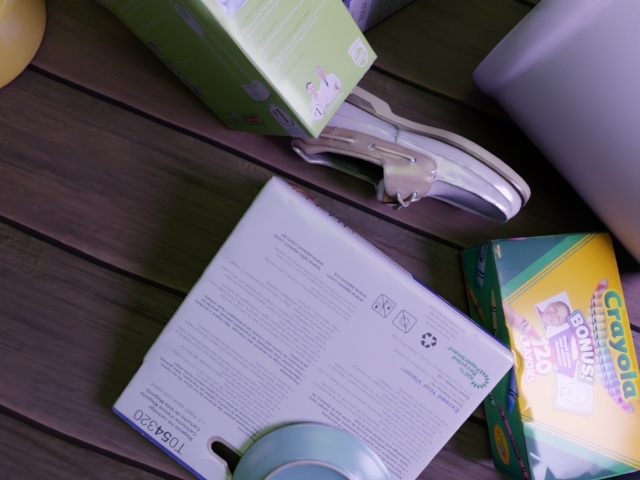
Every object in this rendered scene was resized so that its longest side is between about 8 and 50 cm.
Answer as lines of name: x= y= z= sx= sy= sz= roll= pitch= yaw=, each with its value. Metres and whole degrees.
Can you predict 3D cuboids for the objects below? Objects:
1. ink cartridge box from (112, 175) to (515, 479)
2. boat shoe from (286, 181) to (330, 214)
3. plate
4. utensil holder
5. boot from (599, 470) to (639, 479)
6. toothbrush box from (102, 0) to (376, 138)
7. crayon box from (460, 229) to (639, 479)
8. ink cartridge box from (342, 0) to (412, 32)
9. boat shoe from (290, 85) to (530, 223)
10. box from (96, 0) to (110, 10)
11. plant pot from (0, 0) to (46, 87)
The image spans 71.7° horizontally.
ink cartridge box: x=-0.017 y=0.153 z=0.511 sx=0.324 sy=0.071 sz=0.330 roll=37 pitch=99 yaw=1
boat shoe: x=0.000 y=-0.001 z=0.556 sx=0.064 sy=0.060 sz=0.178 roll=-41 pitch=87 yaw=-10
plate: x=-0.010 y=0.292 z=0.478 sx=0.187 sy=0.024 sz=0.189 roll=1 pitch=97 yaw=5
utensil holder: x=0.424 y=-0.157 z=0.489 sx=0.327 sy=0.327 sz=0.386 roll=-40 pitch=89 yaw=-10
boot: x=0.369 y=0.385 z=0.512 sx=0.206 sy=0.094 sz=0.247 roll=-3 pitch=75 yaw=-2
toothbrush box: x=-0.110 y=-0.247 z=0.449 sx=0.283 sy=0.206 sz=0.122 roll=42 pitch=78 yaw=-36
crayon box: x=0.286 y=0.135 z=0.546 sx=0.165 sy=0.081 sz=0.279 roll=-5 pitch=81 yaw=-11
ink cartridge box: x=0.100 y=-0.425 z=0.528 sx=0.395 sy=0.270 sz=0.151 roll=-38 pitch=84 yaw=-10
boat shoe: x=0.104 y=-0.091 z=0.562 sx=0.302 sy=0.113 sz=0.103 roll=29 pitch=80 yaw=10
box: x=-0.174 y=-0.417 z=0.594 sx=0.169 sy=0.087 sz=0.290 roll=32 pitch=80 yaw=0
plant pot: x=-0.483 y=-0.313 z=0.471 sx=0.253 sy=0.239 sz=0.254 roll=1 pitch=80 yaw=-5
